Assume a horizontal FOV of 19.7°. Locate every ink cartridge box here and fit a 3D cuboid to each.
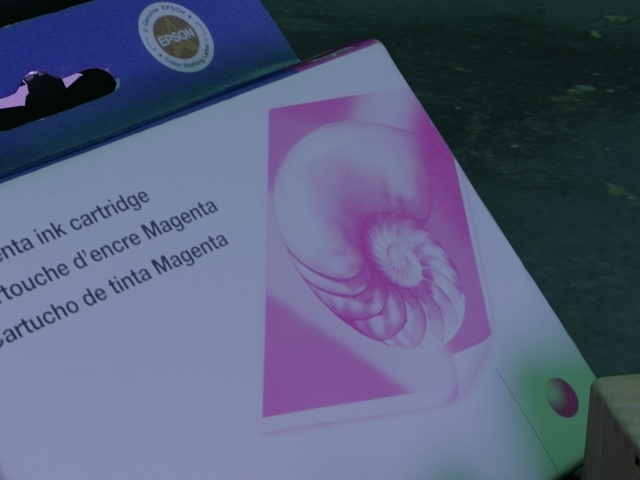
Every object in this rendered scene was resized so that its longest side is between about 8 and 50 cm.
[{"bbox_3d":[-0.051,0.020,0.841,0.324,0.071,0.330,-26,81,-43],"label":"ink cartridge box"}]

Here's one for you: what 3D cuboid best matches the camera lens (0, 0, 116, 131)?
[{"bbox_3d":[-0.177,-0.108,1.093,0.219,0.219,0.274,-6,7,-14],"label":"camera lens"}]

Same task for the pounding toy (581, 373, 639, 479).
[{"bbox_3d":[0.197,0.116,0.800,0.141,0.130,0.100,-4,26,-11],"label":"pounding toy"}]
